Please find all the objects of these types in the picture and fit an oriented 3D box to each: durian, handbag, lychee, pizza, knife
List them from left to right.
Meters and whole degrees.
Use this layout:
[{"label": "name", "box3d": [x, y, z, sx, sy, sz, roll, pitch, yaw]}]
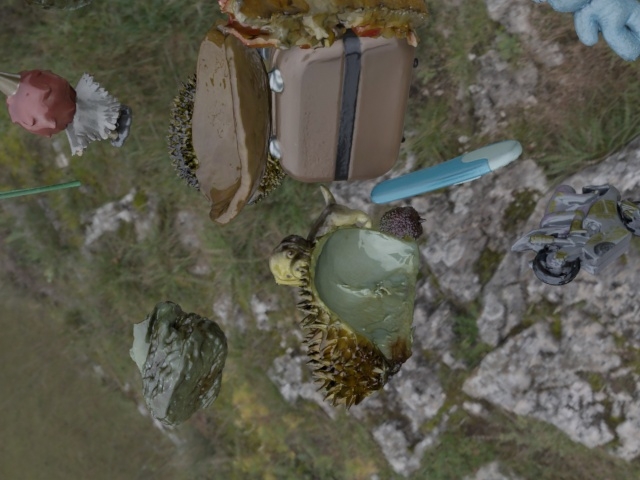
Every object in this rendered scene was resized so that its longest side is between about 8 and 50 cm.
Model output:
[{"label": "durian", "box3d": [-0.196, -0.214, 1.795, 0.293, 0.258, 0.258, 39, 138, -21]}, {"label": "pizza", "box3d": [-0.020, -0.176, 0.574, 0.188, 0.199, 0.062, 44, 132, -7]}, {"label": "handbag", "box3d": [-0.002, -0.228, 1.333, 0.301, 0.283, 0.149, 96, 165, -49]}, {"label": "durian", "box3d": [0.041, 0.073, 0.977, 0.139, 0.252, 0.144, -7, 122, 14]}, {"label": "lychee", "box3d": [0.137, -0.027, 1.420, 0.083, 0.067, 0.068, -12, 65, 32]}, {"label": "knife", "box3d": [0.160, -0.085, 1.110, 0.222, 0.064, 0.031, -16, 116, 35]}]

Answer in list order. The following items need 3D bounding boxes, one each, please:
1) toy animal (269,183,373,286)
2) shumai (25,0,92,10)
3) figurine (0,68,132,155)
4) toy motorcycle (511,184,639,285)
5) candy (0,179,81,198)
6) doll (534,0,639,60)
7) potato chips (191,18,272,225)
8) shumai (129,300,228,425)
[{"label": "toy animal", "box3d": [0.006, 0.015, 1.799, 0.169, 0.233, 0.121, 36, 160, -3]}, {"label": "shumai", "box3d": [-0.619, -0.717, 1.852, 0.348, 0.395, 0.395, 26, 126, 25]}, {"label": "figurine", "box3d": [-0.622, -0.311, 1.984, 0.166, 0.387, 0.207, 8, 88, 46]}, {"label": "toy motorcycle", "box3d": [0.384, -0.023, 1.260, 0.152, 0.225, 0.073, 51, 161, 39]}, {"label": "candy", "box3d": [-0.365, -0.053, 0.971, 0.061, 0.202, 0.061, 16, 112, 43]}, {"label": "doll", "box3d": [0.349, -0.308, 1.078, 0.180, 0.075, 0.120, 37, 101, -26]}, {"label": "potato chips", "box3d": [-0.089, -0.123, 0.900, 0.195, 0.062, 0.208, 157, 106, -66]}, {"label": "shumai", "box3d": [-0.304, 0.233, 1.710, 0.218, 0.189, 0.255, 43, 137, 25]}]
